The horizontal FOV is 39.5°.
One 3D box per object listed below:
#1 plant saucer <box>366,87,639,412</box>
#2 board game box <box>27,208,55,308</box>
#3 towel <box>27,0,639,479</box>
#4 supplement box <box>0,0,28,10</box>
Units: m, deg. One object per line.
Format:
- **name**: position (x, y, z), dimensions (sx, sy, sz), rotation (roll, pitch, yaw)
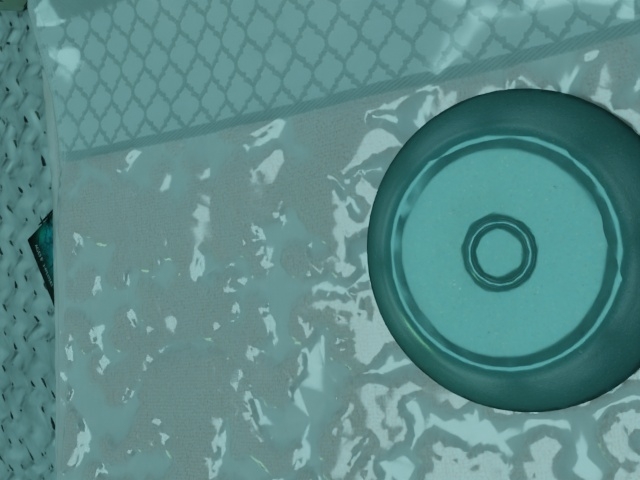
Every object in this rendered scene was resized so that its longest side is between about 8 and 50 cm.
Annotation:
- **plant saucer**: position (0.067, 0.004, 0.320), dimensions (0.119, 0.021, 0.119), rotation (1, 91, 27)
- **board game box**: position (-0.099, 0.044, 0.515), dimensions (0.126, 0.026, 0.186), rotation (-39, 69, 32)
- **towel**: position (0.000, 0.000, 0.401), dimensions (0.331, 0.053, 0.317), rotation (-7, 88, 31)
- **supplement box**: position (-0.204, -0.202, 0.565), dimensions (0.062, 0.036, 0.099), rotation (-8, 87, 61)
